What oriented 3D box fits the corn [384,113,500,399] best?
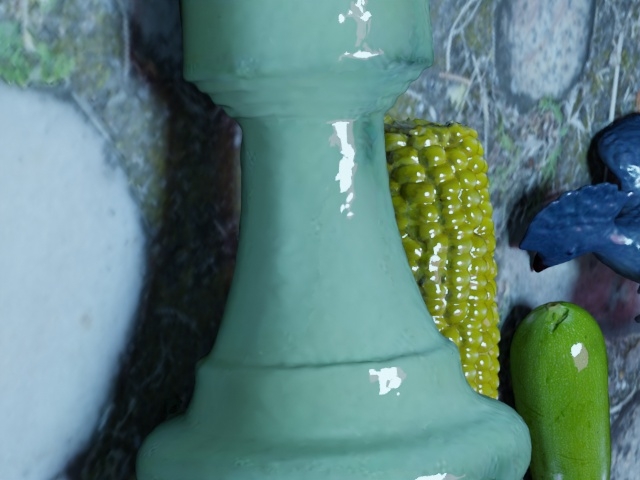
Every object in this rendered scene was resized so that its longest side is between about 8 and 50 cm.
[{"bbox_3d":[0.054,0.084,0.975,0.101,0.101,0.310,-3,102,-53],"label":"corn"}]

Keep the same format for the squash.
[{"bbox_3d":[0.166,0.128,1.168,0.066,0.066,0.201,-40,135,-40],"label":"squash"}]

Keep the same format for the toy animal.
[{"bbox_3d":[0.256,0.003,1.179,0.255,0.239,0.176,-16,152,-8],"label":"toy animal"}]

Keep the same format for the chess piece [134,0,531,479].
[{"bbox_3d":[0.000,0.000,0.828,0.195,0.195,0.299,-10,98,-52],"label":"chess piece"}]
